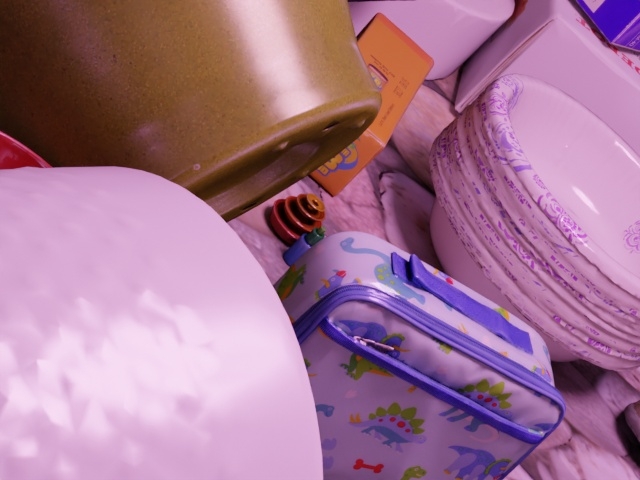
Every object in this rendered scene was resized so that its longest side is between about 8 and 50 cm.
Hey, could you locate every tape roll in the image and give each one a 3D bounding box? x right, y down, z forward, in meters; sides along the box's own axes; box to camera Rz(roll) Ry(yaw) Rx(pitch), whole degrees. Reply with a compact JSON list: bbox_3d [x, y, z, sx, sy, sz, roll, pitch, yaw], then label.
[{"bbox_3d":[0.072,-0.309,1.912,0.286,0.100,0.286,33,30,-22],"label":"tape roll"}]

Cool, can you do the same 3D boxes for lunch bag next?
[{"bbox_3d":[0.048,0.099,1.238,0.219,0.176,0.090,31,30,-28],"label":"lunch bag"}]

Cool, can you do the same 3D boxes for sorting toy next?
[{"bbox_3d":[0.000,0.000,1.451,0.102,0.042,0.061,51,28,10],"label":"sorting toy"}]

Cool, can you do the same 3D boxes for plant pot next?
[{"bbox_3d":[-0.139,-0.183,1.227,0.353,0.366,0.366,60,29,6],"label":"plant pot"}]

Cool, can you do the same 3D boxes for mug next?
[{"bbox_3d":[-0.223,0.067,0.776,0.328,0.276,0.374,-6,72,-46],"label":"mug"}]

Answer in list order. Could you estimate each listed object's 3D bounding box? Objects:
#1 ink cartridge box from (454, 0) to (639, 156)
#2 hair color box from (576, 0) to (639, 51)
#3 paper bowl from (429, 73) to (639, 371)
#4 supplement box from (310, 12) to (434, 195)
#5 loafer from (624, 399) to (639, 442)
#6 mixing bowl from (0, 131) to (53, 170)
[{"bbox_3d":[0.318,-0.184,2.011,0.279,0.160,0.384,39,28,-12],"label":"ink cartridge box"},{"bbox_3d":[0.384,-0.289,1.956,0.339,0.110,0.185,6,45,-53],"label":"hair color box"},{"bbox_3d":[0.214,-0.004,1.637,0.284,0.148,0.284,33,29,-21],"label":"paper bowl"},{"bbox_3d":[0.035,-0.129,1.641,0.078,0.080,0.233,42,26,-5],"label":"supplement box"},{"bbox_3d":[0.376,0.170,1.687,0.251,0.087,0.094,5,47,-52],"label":"loafer"},{"bbox_3d":[-0.219,0.021,1.060,0.181,0.098,0.181,33,29,-21],"label":"mixing bowl"}]
